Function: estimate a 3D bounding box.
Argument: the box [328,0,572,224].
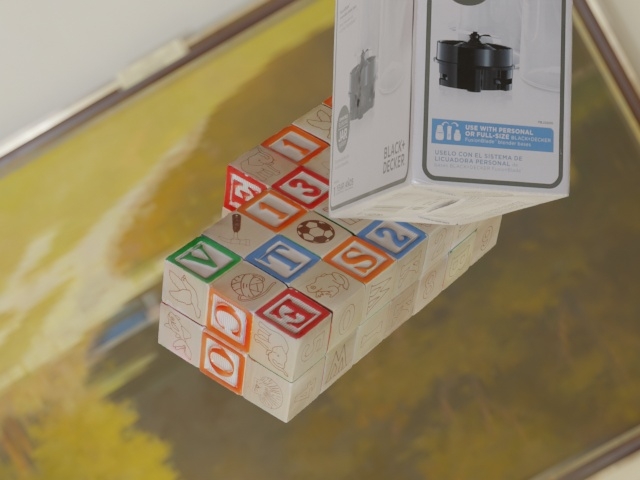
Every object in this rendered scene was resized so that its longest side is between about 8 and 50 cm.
[{"bbox_3d":[0.069,-0.160,0.954,0.087,0.290,0.169,3,173,-15],"label":"box"}]

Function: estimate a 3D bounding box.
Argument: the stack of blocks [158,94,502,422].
[{"bbox_3d":[0.000,0.000,1.390,0.297,0.171,0.087,-37,147,-42],"label":"stack of blocks"}]
